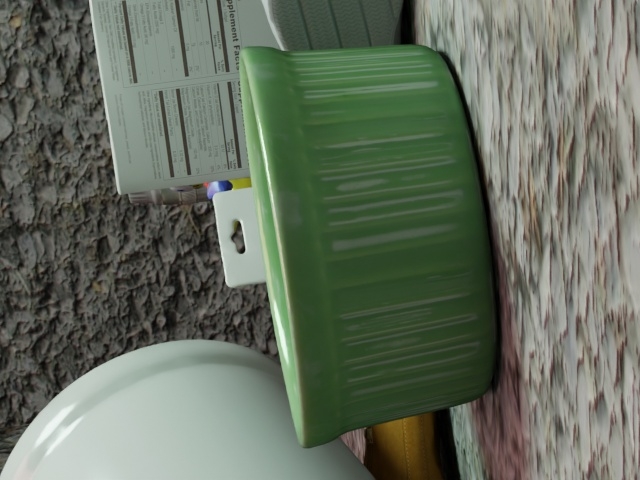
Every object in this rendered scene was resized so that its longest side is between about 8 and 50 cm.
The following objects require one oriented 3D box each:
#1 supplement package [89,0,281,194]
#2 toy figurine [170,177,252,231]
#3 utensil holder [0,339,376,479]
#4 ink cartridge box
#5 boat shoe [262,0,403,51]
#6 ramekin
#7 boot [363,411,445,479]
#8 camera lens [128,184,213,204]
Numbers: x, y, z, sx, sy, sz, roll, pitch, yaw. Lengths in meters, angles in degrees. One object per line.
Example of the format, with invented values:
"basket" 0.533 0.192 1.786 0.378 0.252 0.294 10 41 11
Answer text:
"supplement package" -0.075 -0.180 1.823 0.199 0.263 0.198 -109 12 -69
"toy figurine" -0.062 -0.096 2.063 0.217 0.191 0.362 46 173 21
"utensil holder" -0.058 0.312 1.624 0.385 0.328 0.327 43 146 51
"ink cartridge box" 0.000 0.000 1.737 0.060 0.180 0.104 88 173 -60
"boat shoe" 0.008 -0.190 1.620 0.119 0.121 0.335 -109 8 -48
"ramekin" 0.034 -0.004 1.456 0.303 0.148 0.303 171 90 -86
"boot" 0.077 0.233 1.857 0.295 0.104 0.211 146 120 -80
"camera lens" -0.124 -0.164 2.512 0.219 0.274 0.219 171 90 -86
